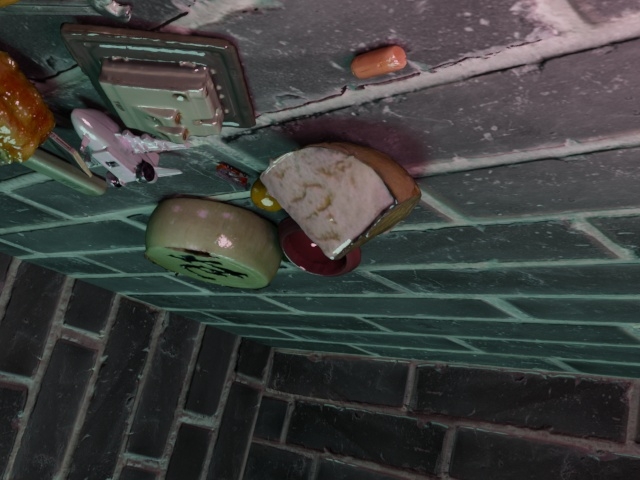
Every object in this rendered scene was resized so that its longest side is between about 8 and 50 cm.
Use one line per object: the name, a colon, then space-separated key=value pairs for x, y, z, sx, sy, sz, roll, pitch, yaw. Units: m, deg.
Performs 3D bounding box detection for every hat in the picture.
hat: x=0.000 y=0.000 z=1.681 sx=0.205 sy=0.089 sz=0.205 roll=15 pitch=141 yaw=12

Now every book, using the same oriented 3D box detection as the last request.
book: x=-0.526 y=-0.200 z=1.441 sx=0.182 sy=0.014 sz=0.127 roll=39 pitch=166 yaw=8

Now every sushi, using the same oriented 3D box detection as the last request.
sushi: x=-0.570 y=-0.224 z=1.255 sx=0.184 sy=0.139 sz=0.274 roll=4 pitch=141 yaw=33

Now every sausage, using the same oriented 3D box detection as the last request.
sausage: x=0.074 y=-0.231 z=0.963 sx=0.034 sy=0.034 sz=0.083 roll=26 pitch=160 yaw=-39

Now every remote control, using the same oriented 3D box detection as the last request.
remote control: x=-0.633 y=-0.175 z=1.705 sx=0.090 sy=0.038 sz=0.309 roll=-2 pitch=158 yaw=45

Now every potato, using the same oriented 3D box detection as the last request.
potato: x=0.068 y=-0.109 z=1.294 sx=0.189 sy=0.211 sz=0.264 roll=-46 pitch=168 yaw=30

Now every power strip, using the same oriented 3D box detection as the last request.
power strip: x=-0.241 y=-0.224 z=1.131 sx=0.251 sy=0.092 sz=0.257 roll=12 pitch=163 yaw=7

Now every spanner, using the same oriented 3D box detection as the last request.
spanner: x=-0.397 y=-0.329 z=1.036 sx=0.302 sy=0.017 sz=0.071 roll=7 pitch=163 yaw=23

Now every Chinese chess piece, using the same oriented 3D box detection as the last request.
Chinese chess piece: x=-0.268 y=0.014 z=1.869 sx=0.349 sy=0.146 sz=0.349 roll=11 pitch=164 yaw=3

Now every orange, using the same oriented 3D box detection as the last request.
orange: x=-0.102 y=-0.094 z=1.502 sx=0.083 sy=0.070 sz=0.083 roll=15 pitch=168 yaw=3

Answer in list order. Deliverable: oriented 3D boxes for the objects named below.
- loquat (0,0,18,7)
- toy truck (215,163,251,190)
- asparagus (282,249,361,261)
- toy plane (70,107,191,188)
loquat: x=-0.366 y=-0.333 z=0.763 sx=0.172 sy=0.149 sz=0.204 roll=8 pitch=152 yaw=32
toy truck: x=-0.177 y=-0.130 z=1.510 sx=0.083 sy=0.032 sz=0.024 roll=24 pitch=156 yaw=-38
asparagus: x=0.000 y=0.022 z=1.818 sx=0.080 sy=0.080 sz=0.287 roll=25 pitch=166 yaw=-36
toy plane: x=-0.384 y=-0.169 z=1.416 sx=0.251 sy=0.101 sz=0.255 roll=-7 pitch=157 yaw=25
